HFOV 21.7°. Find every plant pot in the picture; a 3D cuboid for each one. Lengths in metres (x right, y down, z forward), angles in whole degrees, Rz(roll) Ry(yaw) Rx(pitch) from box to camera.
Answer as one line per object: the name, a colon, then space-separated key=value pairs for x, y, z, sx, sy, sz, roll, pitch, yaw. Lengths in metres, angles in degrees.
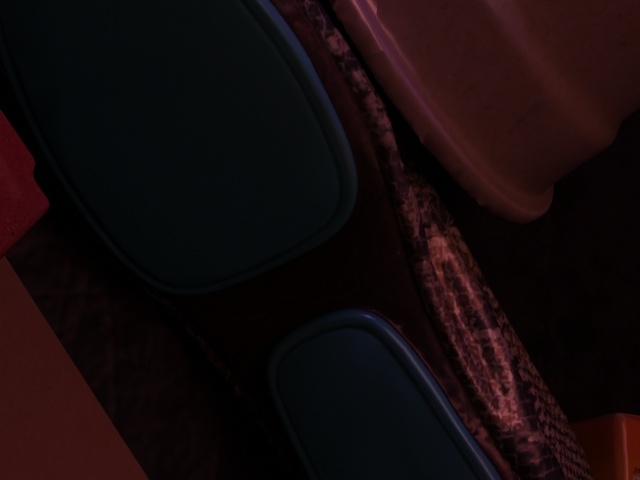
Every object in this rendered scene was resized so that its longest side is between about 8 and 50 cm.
plant pot: x=0.162 y=-0.223 z=0.839 sx=0.334 sy=0.305 sz=0.334 roll=52 pitch=21 yaw=-30

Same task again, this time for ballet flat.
ballet flat: x=0.000 y=0.000 z=0.833 sx=0.483 sy=0.164 sz=0.182 roll=58 pitch=26 yaw=-18

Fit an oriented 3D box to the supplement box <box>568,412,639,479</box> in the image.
supplement box: x=0.168 y=0.220 z=0.939 sx=0.080 sy=0.078 sz=0.233 roll=18 pitch=66 yaw=-40

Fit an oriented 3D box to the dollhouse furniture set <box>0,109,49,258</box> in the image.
dollhouse furniture set: x=-0.288 y=-0.096 z=0.555 sx=0.374 sy=0.201 sz=0.152 roll=56 pitch=48 yaw=-13

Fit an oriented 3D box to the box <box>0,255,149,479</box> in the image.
box: x=-0.147 y=0.115 z=0.696 sx=0.164 sy=0.021 sz=0.201 roll=-54 pitch=128 yaw=-38
